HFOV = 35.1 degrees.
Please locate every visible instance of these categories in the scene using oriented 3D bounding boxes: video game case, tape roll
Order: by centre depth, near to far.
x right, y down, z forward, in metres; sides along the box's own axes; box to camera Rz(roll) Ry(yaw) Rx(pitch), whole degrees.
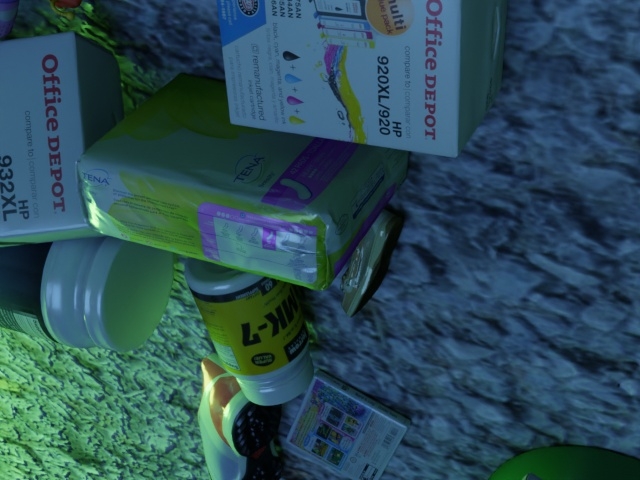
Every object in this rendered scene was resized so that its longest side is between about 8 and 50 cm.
[{"bbox_3d":[0.349,0.405,1.289,0.321,0.077,0.321,14,127,19],"label":"tape roll"},{"bbox_3d":[0.035,0.263,1.394,0.143,0.019,0.157,28,132,8],"label":"video game case"}]

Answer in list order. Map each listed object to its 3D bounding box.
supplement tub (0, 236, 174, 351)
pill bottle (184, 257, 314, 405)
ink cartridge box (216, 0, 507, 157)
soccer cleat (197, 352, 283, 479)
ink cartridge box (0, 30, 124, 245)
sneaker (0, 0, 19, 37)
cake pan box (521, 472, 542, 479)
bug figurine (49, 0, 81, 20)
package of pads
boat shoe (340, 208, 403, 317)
[{"bbox_3d":[-0.351,0.033,1.320,0.272,0.191,0.191,12,127,21],"label":"supplement tub"},{"bbox_3d":[-0.082,0.099,1.268,0.119,0.119,0.208,1,128,28],"label":"pill bottle"},{"bbox_3d":[0.046,-0.201,0.954,0.233,0.168,0.171,11,126,20],"label":"ink cartridge box"},{"bbox_3d":[-0.125,0.290,1.460,0.116,0.109,0.318,43,145,31],"label":"soccer cleat"},{"bbox_3d":[-0.392,-0.104,1.170,0.308,0.129,0.223,-6,87,9],"label":"ink cartridge box"},{"bbox_3d":[-0.419,-0.290,1.102,0.236,0.095,0.104,30,131,14],"label":"sneaker"},{"bbox_3d":[0.295,0.429,1.241,0.267,0.070,0.245,33,130,4],"label":"cake pan box"},{"bbox_3d":[-0.326,-0.382,1.090,0.279,0.072,0.216,37,132,0],"label":"bug figurine"},{"bbox_3d":[-0.082,-0.069,1.078,0.297,0.229,0.101,14,128,20],"label":"package of pads"},{"bbox_3d":[0.051,0.024,1.193,0.048,0.056,0.153,32,131,17],"label":"boat shoe"}]
